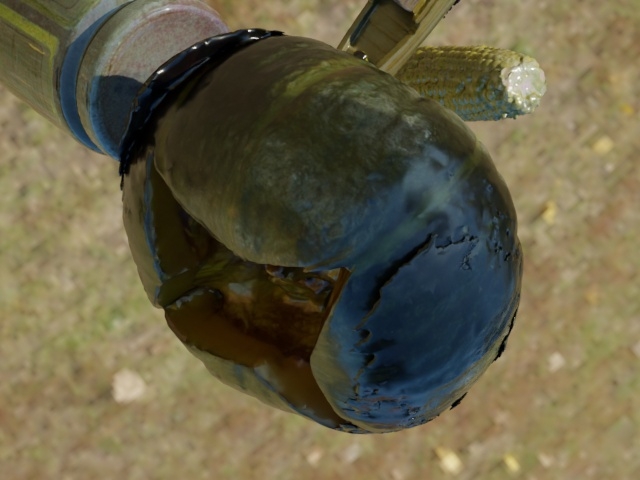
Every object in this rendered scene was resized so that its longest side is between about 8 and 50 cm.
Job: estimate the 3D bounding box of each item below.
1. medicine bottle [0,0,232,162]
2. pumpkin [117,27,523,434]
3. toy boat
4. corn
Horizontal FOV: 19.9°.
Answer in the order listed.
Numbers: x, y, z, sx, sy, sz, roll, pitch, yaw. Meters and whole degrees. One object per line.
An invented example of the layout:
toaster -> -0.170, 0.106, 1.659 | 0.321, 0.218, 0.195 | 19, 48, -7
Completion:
medicine bottle -> -0.210, -0.182, 1.498 | 0.151, 0.322, 0.151 | -21, 127, -31
pumpkin -> 0.000, 0.000, 1.306 | 0.192, 0.320, 0.320 | -43, 159, -31
toy boat -> 0.081, -0.225, 1.539 | 0.226, 0.068, 0.088 | -53, 151, 4
corn -> 0.106, -0.156, 1.831 | 0.086, 0.288, 0.086 | -3, 95, -41
